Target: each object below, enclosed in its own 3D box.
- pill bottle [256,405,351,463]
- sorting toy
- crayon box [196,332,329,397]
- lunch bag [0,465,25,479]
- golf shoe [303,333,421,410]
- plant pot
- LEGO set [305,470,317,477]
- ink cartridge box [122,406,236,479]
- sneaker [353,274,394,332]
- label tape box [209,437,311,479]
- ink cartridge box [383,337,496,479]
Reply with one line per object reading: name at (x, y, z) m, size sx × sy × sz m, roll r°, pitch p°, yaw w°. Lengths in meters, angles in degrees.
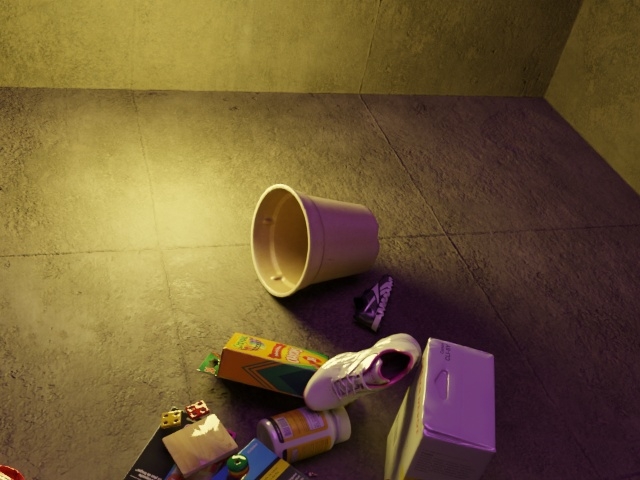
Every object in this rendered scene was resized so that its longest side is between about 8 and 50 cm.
pill bottle at (-0.039, 0.466, 1.780) m, size 0.208 × 0.119 × 0.119 m, roll -10°, pitch 44°, yaw -27°
sorting toy at (-0.272, 0.467, 1.654) m, size 0.132 × 0.046 × 0.274 m, roll -22°, pitch 33°, yaw -24°
crayon box at (-0.140, 0.317, 1.891) m, size 0.318 × 0.081 × 0.202 m, roll 13°, pitch 5°, yaw 0°
lunch bag at (-0.691, 0.539, 1.445) m, size 0.293 × 0.120 × 0.258 m, roll 32°, pitch 25°, yaw 1°
golf shoe at (0.093, 0.313, 1.717) m, size 0.306 × 0.140 × 0.115 m, roll -29°, pitch 89°, yaw 4°
plant pot at (0.000, 0.000, 2.243) m, size 0.305 × 0.334 × 0.334 m, roll -1°, pitch 39°, yaw -35°
LEGO set at (-0.029, 0.575, 1.724) m, size 0.054 × 0.023 × 0.083 m, roll 3°, pitch 39°, yaw -12°
ink cartridge box at (-0.344, 0.551, 1.639) m, size 0.175 × 0.069 × 0.371 m, roll 20°, pitch 41°, yaw 9°
sneaker at (0.157, 0.174, 2.228) m, size 0.106 × 0.078 × 0.234 m, roll 19°, pitch 41°, yaw 4°
label tape box at (-0.096, 0.621, 1.582) m, size 0.333 × 0.106 × 0.240 m, roll 30°, pitch 41°, yaw 24°
ink cartridge box at (0.261, 0.459, 1.659) m, size 0.160 × 0.385 × 0.279 m, roll 14°, pitch 39°, yaw 1°
